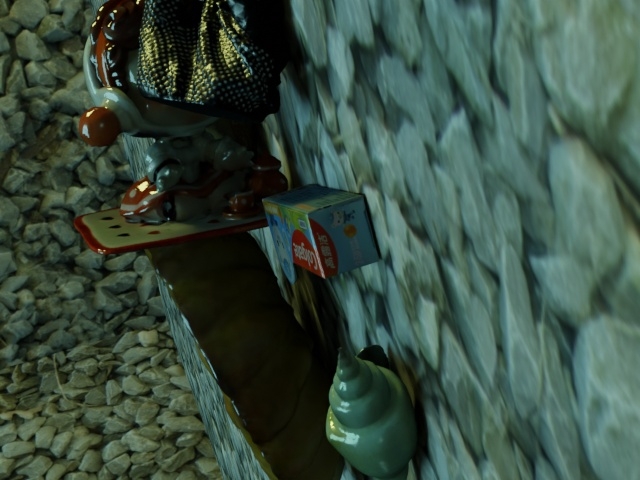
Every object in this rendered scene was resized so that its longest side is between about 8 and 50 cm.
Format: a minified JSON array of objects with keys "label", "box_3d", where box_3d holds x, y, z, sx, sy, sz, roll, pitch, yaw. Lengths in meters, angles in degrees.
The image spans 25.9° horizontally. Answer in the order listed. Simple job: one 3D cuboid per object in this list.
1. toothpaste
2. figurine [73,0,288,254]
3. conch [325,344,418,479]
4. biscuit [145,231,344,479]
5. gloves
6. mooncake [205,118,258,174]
[{"label":"toothpaste","box_3d":[0.000,0.000,1.045,0.193,0.044,0.070,-157,51,-78]},{"label":"figurine","box_3d":[-0.128,-0.125,1.178,0.160,0.184,0.226,-148,49,-69]},{"label":"conch","box_3d":[0.031,0.121,0.994,0.180,0.065,0.088,72,174,-50]},{"label":"biscuit","box_3d":[-0.067,0.101,1.309,0.325,0.107,0.326,61,176,7]},{"label":"gloves","box_3d":[-0.073,-0.188,1.069,0.129,0.106,0.180,-167,91,-69]},{"label":"mooncake","box_3d":[-0.103,-0.114,1.349,0.125,0.073,0.130,-155,48,-73]}]
